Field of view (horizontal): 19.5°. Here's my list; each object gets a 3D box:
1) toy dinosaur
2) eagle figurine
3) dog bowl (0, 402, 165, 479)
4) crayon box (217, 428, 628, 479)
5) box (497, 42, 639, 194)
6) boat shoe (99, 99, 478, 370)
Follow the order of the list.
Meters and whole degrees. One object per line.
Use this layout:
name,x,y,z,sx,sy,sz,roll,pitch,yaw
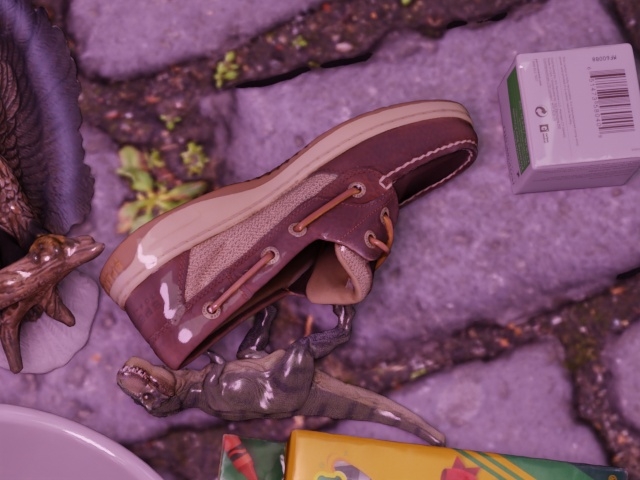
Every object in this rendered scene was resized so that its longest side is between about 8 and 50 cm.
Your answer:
toy dinosaur,-0.027,0.096,1.490,0.268,0.064,0.118,8,78,-8
eagle figurine,-0.279,-0.056,1.459,0.226,0.225,0.298,11,33,-43
dog bowl,-0.227,0.258,1.316,0.349,0.102,0.349,16,39,-13
crayon box,0.070,0.261,1.443,0.318,0.081,0.202,7,76,-3
box,0.208,-0.100,1.543,0.102,0.087,0.101,-6,77,-6
boat shoe,0.000,0.000,1.451,0.342,0.123,0.123,-25,69,-30
